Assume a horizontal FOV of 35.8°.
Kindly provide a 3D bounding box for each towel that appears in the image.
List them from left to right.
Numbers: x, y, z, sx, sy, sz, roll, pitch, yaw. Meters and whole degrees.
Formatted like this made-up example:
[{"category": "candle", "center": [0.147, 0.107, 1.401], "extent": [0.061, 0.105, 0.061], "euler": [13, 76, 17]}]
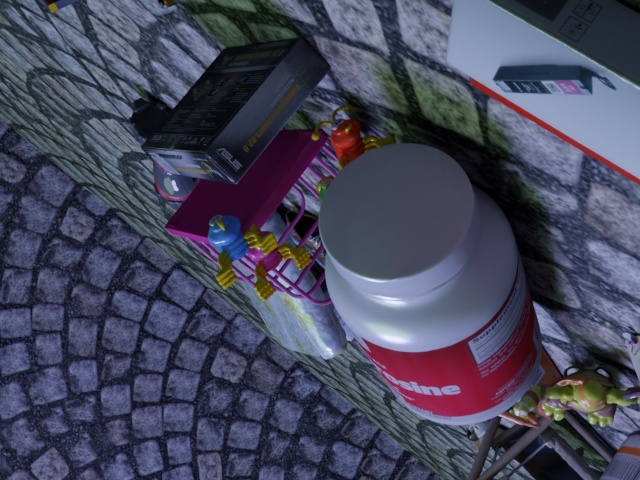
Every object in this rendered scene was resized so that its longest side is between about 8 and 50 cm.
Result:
[{"category": "towel", "center": [-0.087, 0.078, 2.004], "extent": [0.320, 0.090, 0.374], "euler": [58, 165, -7]}]

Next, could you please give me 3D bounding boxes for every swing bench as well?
[{"category": "swing bench", "center": [0.392, 0.440, 1.804], "extent": [0.253, 0.254, 0.165], "euler": [43, 166, -25]}]

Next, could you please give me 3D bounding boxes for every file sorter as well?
[{"category": "file sorter", "center": [-0.064, -0.033, 1.500], "extent": [0.182, 0.202, 0.291], "euler": [42, 166, -24]}]

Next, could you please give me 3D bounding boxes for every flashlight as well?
[{"category": "flashlight", "center": [-0.291, -0.156, 1.901], "extent": [0.103, 0.103, 0.304], "euler": [9, 162, 4]}]

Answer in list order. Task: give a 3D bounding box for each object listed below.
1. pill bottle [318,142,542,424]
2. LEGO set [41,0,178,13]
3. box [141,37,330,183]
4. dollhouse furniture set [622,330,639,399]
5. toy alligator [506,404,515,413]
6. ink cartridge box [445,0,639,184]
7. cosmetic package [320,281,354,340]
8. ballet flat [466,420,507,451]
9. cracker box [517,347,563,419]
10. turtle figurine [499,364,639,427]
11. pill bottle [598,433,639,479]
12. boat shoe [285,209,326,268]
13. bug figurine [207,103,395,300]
[{"category": "pill bottle", "center": [0.140, 0.062, 1.230], "extent": [0.229, 0.229, 0.407], "euler": [29, 165, 31]}, {"category": "LEGO set", "center": [-0.243, -0.386, 0.940], "extent": [0.331, 0.192, 0.255], "euler": [67, 178, -59]}, {"category": "box", "center": [-0.112, -0.161, 1.226], "extent": [0.056, 0.183, 0.231], "euler": [45, 164, -26]}, {"category": "dollhouse furniture set", "center": [0.430, 0.138, 1.217], "extent": [0.114, 0.091, 0.081], "euler": [-32, 69, 53]}, {"category": "toy alligator", "center": [0.340, 0.323, 1.986], "extent": [0.056, 0.051, 0.190], "euler": [41, 166, -15]}, {"category": "ink cartridge box", "center": [0.229, -0.101, 0.814], "extent": [0.275, 0.060, 0.239], "euler": [34, 165, 14]}, {"category": "cosmetic package", "center": [0.019, 0.156, 2.191], "extent": [0.117, 0.085, 0.231], "euler": [41, 168, -9]}, {"category": "ballet flat", "center": [0.378, 0.450, 2.300], "extent": [0.067, 0.073, 0.206], "euler": [50, 165, 7]}, {"category": "cracker box", "center": [0.286, 0.196, 1.660], "extent": [0.232, 0.067, 0.155], "euler": [24, 161, 46]}, {"category": "turtle figurine", "center": [0.366, 0.222, 1.414], "extent": [0.269, 0.087, 0.217], "euler": [-5, 167, 8]}, {"category": "pill bottle", "center": [0.481, 0.524, 1.552], "extent": [0.224, 0.392, 0.224], "euler": [35, 167, 9]}, {"category": "boat shoe", "center": [0.000, 0.000, 1.738], "extent": [0.183, 0.066, 0.066], "euler": [26, 162, 39]}, {"category": "bug figurine", "center": [-0.031, -0.039, 1.251], "extent": [0.072, 0.279, 0.216], "euler": [46, 167, 23]}]
